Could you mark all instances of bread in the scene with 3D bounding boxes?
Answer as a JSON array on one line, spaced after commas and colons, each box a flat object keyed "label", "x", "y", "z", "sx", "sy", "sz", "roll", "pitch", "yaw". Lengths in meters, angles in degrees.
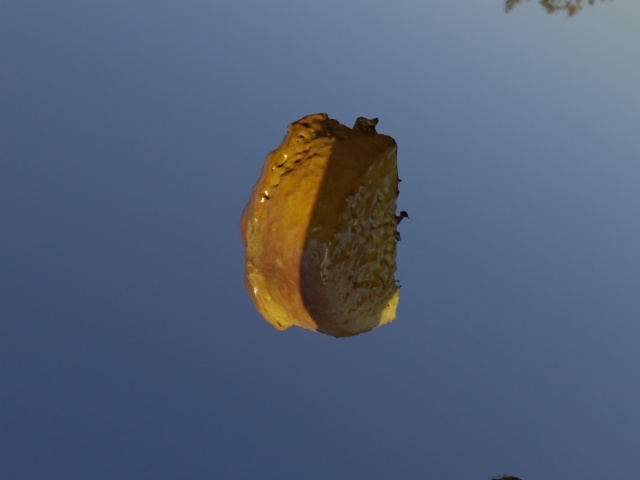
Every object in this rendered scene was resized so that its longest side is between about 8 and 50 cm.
[{"label": "bread", "x": 0.000, "y": 0.000, "z": 0.798, "sx": 0.143, "sy": 0.228, "sz": 0.139, "roll": 14, "pitch": -150, "yaw": 32}]

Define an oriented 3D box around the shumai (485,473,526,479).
[{"label": "shumai", "x": 0.276, "y": 0.522, "z": 1.050, "sx": 0.398, "sy": 0.324, "sz": 0.323, "roll": 15, "pitch": -163, "yaw": -31}]
